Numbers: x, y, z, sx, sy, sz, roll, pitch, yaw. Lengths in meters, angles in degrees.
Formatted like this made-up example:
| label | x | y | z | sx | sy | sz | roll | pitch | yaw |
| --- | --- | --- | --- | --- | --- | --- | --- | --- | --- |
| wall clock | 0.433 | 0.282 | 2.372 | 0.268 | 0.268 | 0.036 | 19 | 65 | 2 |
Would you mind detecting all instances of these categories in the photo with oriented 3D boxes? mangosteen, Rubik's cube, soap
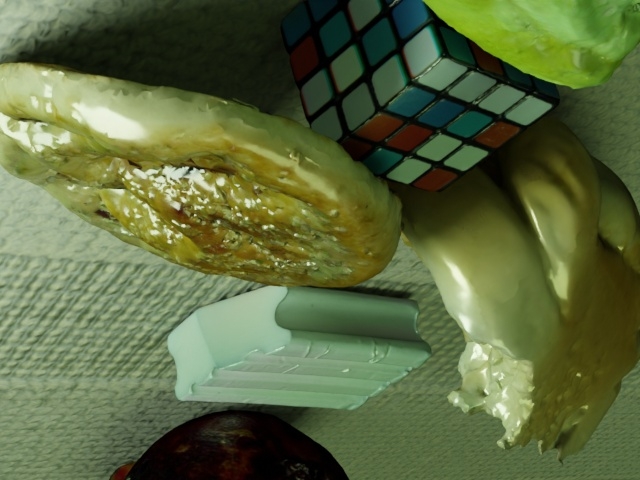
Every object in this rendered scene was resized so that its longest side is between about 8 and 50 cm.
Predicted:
| label | x | y | z | sx | sy | sz | roll | pitch | yaw |
| --- | --- | --- | --- | --- | --- | --- | --- | --- | --- |
| mangosteen | -0.125 | 0.425 | 1.942 | 0.381 | 0.381 | 0.421 | 0 | 171 | -28 |
| Rubik's cube | 0.082 | -0.152 | 1.176 | 0.154 | 0.151 | 0.155 | 12 | 143 | -44 |
| soap | -0.025 | 0.133 | 1.719 | 0.289 | 0.095 | 0.173 | 8 | 145 | -38 |

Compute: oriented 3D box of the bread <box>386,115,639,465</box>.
| label | x | y | z | sx | sy | sz | roll | pitch | yaw |
| --- | --- | --- | --- | --- | --- | --- | --- | --- | --- |
| bread | 0.227 | 0.047 | 1.433 | 0.245 | 0.329 | 0.424 | -22 | 146 | 12 |

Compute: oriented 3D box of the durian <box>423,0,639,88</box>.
| label | x | y | z | sx | sy | sz | roll | pitch | yaw |
| --- | --- | --- | --- | --- | --- | --- | --- | --- | --- |
| durian | 0.136 | -0.240 | 0.946 | 0.204 | 0.256 | 0.340 | -41 | 165 | -13 |

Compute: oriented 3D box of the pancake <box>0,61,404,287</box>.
| label | x | y | z | sx | sy | sz | roll | pitch | yaw |
| --- | --- | --- | --- | --- | --- | --- | --- | --- | --- |
| pancake | -0.115 | -0.047 | 1.187 | 0.387 | 0.082 | 0.387 | 16 | 160 | 6 |
